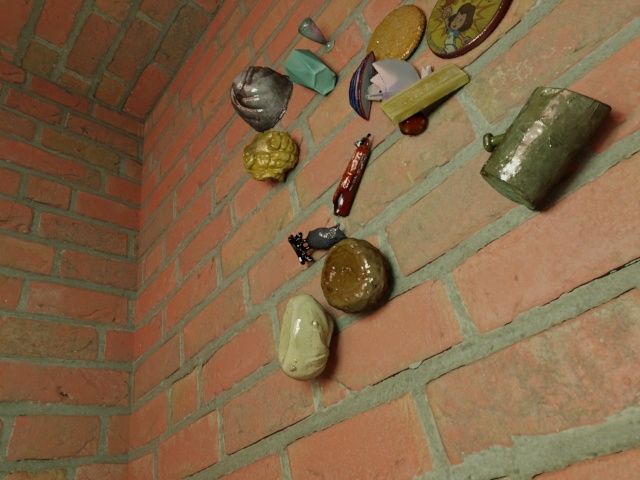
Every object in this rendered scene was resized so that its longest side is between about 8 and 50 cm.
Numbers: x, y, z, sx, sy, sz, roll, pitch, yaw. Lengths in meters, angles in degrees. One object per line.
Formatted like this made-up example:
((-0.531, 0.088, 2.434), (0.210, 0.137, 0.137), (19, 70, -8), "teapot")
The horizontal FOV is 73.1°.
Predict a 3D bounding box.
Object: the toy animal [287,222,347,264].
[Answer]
((0.004, -0.002, 1.498), (0.209, 0.121, 0.117), (-19, 15, 25), "toy animal")

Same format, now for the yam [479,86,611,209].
((0.489, -0.214, 0.961), (0.268, 0.161, 0.161), (-59, 41, 16), "yam")

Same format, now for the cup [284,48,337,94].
((-0.031, -0.686, 1.777), (0.236, 0.148, 0.134), (49, 144, 41), "cup")

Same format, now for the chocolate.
((-0.302, -0.682, 2.007), (0.303, 0.212, 0.304), (-24, 56, 41), "chocolate")

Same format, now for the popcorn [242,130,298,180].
((-0.209, -0.345, 1.788), (0.250, 0.190, 0.250), (-31, 42, 32), "popcorn")

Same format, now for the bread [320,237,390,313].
((0.105, 0.108, 1.285), (0.229, 0.122, 0.230), (-15, 68, 42), "bread")

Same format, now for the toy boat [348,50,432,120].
((0.216, -0.550, 1.455), (0.318, 0.071, 0.219), (-22, 78, 43), "toy boat")

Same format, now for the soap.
((0.304, -0.435, 1.274), (0.251, 0.037, 0.092), (-31, 48, 5), "soap")

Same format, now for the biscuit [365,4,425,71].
((0.260, -0.705, 1.515), (0.253, 0.035, 0.254), (-24, 57, 42), "biscuit")

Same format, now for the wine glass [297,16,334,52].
((-0.014, -0.852, 1.792), (0.073, 0.155, 0.074), (-21, 60, 43), "wine glass")

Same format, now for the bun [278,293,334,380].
((-0.041, 0.303, 1.336), (0.259, 0.159, 0.260), (-168, 90, -75), "bun")

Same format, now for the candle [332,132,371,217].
((0.110, -0.222, 1.467), (0.084, 0.059, 0.302), (28, 98, 38), "candle")

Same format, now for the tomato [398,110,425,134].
((0.275, -0.363, 1.321), (0.075, 0.087, 0.087), (117, 151, -58), "tomato")

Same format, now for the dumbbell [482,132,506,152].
((0.469, -0.259, 1.084), (0.117, 0.046, 0.052), (-11, 72, 46), "dumbbell")

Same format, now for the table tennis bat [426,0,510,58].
((0.469, -0.743, 1.288), (0.415, 0.051, 0.268), (-61, 40, 15), "table tennis bat")
